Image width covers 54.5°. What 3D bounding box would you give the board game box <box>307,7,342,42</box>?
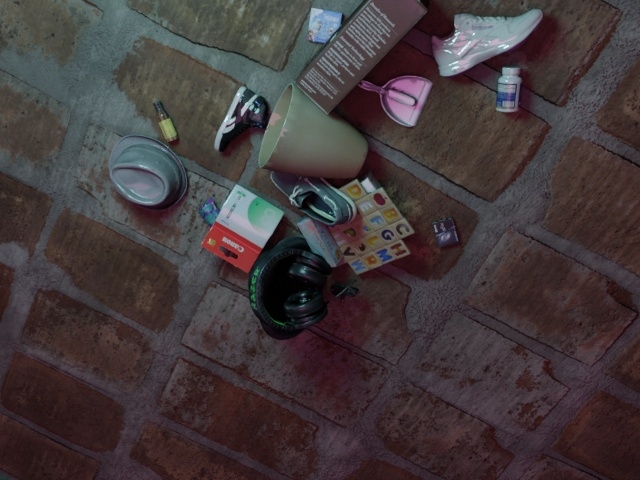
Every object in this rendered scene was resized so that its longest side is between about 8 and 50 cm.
[{"bbox_3d":[0.012,-0.614,1.783,0.090,0.020,0.090,11,112,4],"label":"board game box"}]

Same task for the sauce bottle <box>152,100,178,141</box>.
[{"bbox_3d":[-0.486,-0.373,1.942,0.042,0.042,0.128,-14,110,13],"label":"sauce bottle"}]

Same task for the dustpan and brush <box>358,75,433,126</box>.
[{"bbox_3d":[0.205,-0.427,1.807,0.211,0.060,0.147,21,113,-1],"label":"dustpan and brush"}]

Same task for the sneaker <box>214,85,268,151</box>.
[{"bbox_3d":[-0.233,-0.346,1.894,0.121,0.079,0.217,28,112,-2],"label":"sneaker"}]

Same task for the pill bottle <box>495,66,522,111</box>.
[{"bbox_3d":[0.534,-0.427,1.755,0.067,0.067,0.120,2,112,8],"label":"pill bottle"}]

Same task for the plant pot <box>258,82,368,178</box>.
[{"bbox_3d":[-0.009,-0.286,1.818,0.274,0.256,0.257,20,114,-18],"label":"plant pot"}]

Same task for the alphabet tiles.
[{"bbox_3d":[0.114,-0.033,1.935,0.342,0.011,0.285,-26,107,41],"label":"alphabet tiles"}]

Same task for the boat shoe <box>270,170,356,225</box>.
[{"bbox_3d":[-0.041,-0.143,1.885,0.319,0.099,0.116,33,125,21],"label":"boat shoe"}]

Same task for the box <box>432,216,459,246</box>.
[{"bbox_3d":[0.396,-0.027,1.963,0.067,0.018,0.083,-14,109,13],"label":"box"}]

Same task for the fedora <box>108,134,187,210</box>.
[{"bbox_3d":[-0.570,-0.201,1.979,0.275,0.124,0.244,29,112,-4],"label":"fedora"}]

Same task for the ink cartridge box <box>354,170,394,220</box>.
[{"bbox_3d":[0.167,-0.136,1.909,0.056,0.099,0.135,-34,102,20],"label":"ink cartridge box"}]

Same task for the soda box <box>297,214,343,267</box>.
[{"bbox_3d":[0.000,0.000,1.982,0.063,0.058,0.183,-13,115,38],"label":"soda box"}]

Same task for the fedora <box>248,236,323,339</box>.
[{"bbox_3d":[-0.133,0.146,2.013,0.152,0.334,0.334,11,118,41],"label":"fedora"}]

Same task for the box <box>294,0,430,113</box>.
[{"bbox_3d":[0.111,-0.539,1.677,0.143,0.191,0.381,42,118,-14],"label":"box"}]

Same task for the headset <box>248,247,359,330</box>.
[{"bbox_3d":[-0.052,0.149,1.919,0.394,0.185,0.244,5,91,-35],"label":"headset"}]

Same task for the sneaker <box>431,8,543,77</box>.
[{"bbox_3d":[0.446,-0.565,1.686,0.305,0.114,0.152,-23,108,16],"label":"sneaker"}]

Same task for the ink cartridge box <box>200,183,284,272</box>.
[{"bbox_3d":[-0.248,-0.038,1.976,0.181,0.056,0.225,31,76,-5],"label":"ink cartridge box"}]

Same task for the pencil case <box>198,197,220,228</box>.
[{"bbox_3d":[-0.331,-0.064,2.031,0.152,0.064,0.070,49,135,-12],"label":"pencil case"}]
